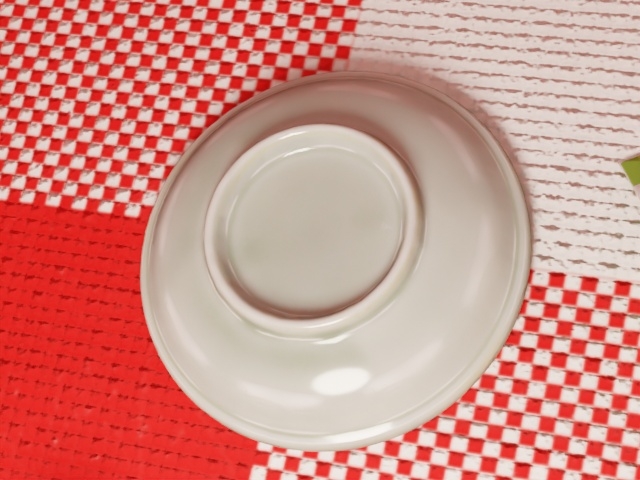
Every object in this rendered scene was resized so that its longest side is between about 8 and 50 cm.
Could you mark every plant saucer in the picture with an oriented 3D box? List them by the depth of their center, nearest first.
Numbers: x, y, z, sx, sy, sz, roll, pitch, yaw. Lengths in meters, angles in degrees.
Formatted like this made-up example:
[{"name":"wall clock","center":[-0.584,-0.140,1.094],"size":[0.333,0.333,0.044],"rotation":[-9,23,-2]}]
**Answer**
[{"name":"plant saucer","center":[0.000,0.000,1.518],"size":[0.400,0.100,0.400],"rotation":[-6,68,14]}]

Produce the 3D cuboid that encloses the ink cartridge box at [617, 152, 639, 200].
[{"name":"ink cartridge box","center":[0.402,-0.011,1.422],"size":[0.189,0.097,0.255],"rotation":[-22,31,7]}]
